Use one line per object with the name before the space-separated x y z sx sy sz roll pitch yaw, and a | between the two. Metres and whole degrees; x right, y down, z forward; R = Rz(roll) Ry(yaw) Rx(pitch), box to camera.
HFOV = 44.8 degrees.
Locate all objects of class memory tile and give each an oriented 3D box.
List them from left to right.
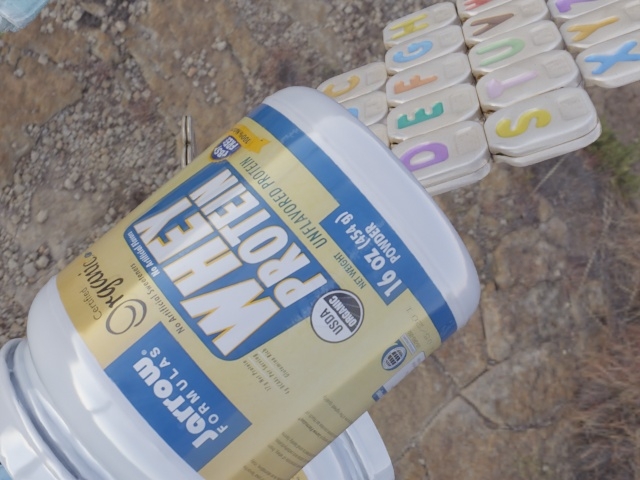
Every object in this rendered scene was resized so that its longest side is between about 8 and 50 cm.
memory tile | -0.151 -0.061 0.898 0.012 0.113 0.148 -2 74 -5

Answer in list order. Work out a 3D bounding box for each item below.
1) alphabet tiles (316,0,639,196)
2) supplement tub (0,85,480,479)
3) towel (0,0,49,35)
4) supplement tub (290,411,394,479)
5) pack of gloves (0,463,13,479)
alphabet tiles | 0.118 -0.133 0.604 0.284 0.278 0.021 -85 152 -52
supplement tub | -0.041 0.040 0.368 0.200 0.144 0.144 -41 101 -5
towel | -0.243 -0.372 0.539 0.320 0.090 0.374 39 85 -19
supplement tub | -0.100 0.272 0.868 0.316 0.228 0.228 -28 94 -15
pack of gloves | -0.212 0.157 0.274 0.232 0.195 0.046 -31 84 -7
